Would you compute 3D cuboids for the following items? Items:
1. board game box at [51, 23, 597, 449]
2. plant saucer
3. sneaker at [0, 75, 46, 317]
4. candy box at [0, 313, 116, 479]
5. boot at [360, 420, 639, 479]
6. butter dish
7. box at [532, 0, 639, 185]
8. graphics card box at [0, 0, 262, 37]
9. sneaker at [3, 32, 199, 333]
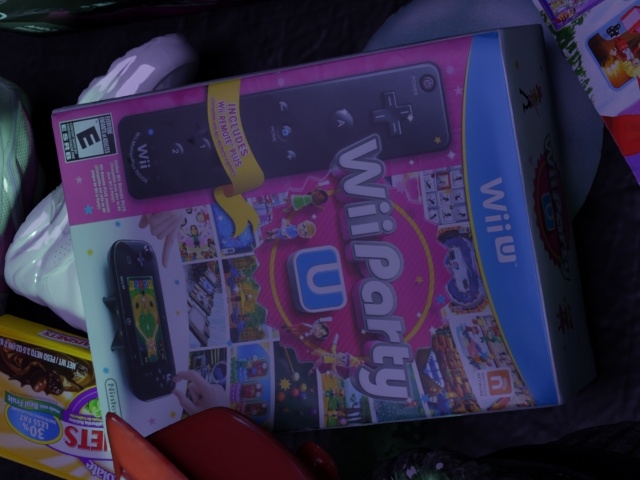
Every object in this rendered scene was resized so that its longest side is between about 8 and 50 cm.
[{"bbox_3d":[0.000,0.000,1.130,0.303,0.097,0.224,-8,93,22],"label":"board game box"},{"bbox_3d":[0.085,-0.072,1.169,0.195,0.037,0.195,-1,88,31],"label":"plant saucer"},{"bbox_3d":[-0.252,-0.013,1.344,0.103,0.111,0.252,24,122,14],"label":"sneaker"},{"bbox_3d":[-0.148,0.127,1.284,0.206,0.027,0.105,14,112,25],"label":"candy box"},{"bbox_3d":[0.210,0.149,0.948,0.348,0.260,0.131,-13,81,31],"label":"boot"},{"bbox_3d":[-0.039,0.163,1.081,0.160,0.118,0.160,41,153,28],"label":"butter dish"},{"bbox_3d":[0.262,-0.189,1.052,0.293,0.057,0.201,-36,70,25],"label":"box"},{"bbox_3d":[-0.120,-0.211,1.189,0.371,0.233,0.094,-3,86,31],"label":"graphics card box"},{"bbox_3d":[-0.126,-0.033,1.279,0.115,0.090,0.232,37,116,21],"label":"sneaker"}]
